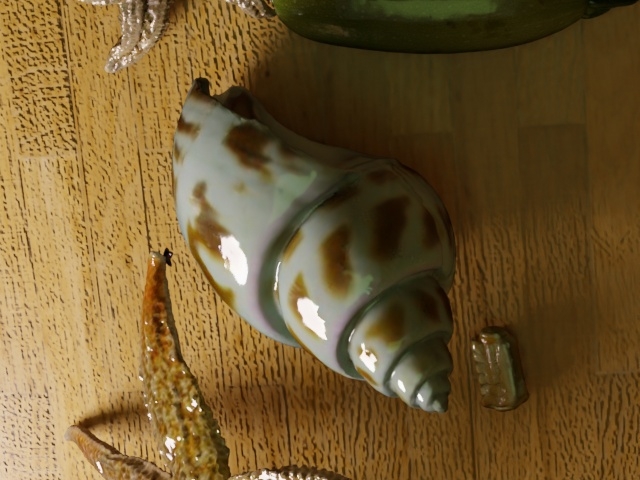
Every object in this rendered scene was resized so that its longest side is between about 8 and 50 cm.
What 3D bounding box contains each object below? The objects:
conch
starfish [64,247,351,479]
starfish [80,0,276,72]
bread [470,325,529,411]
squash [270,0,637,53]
[{"bbox_3d":[0.000,-0.001,1.283,0.368,0.249,0.197,26,84,37],"label":"conch"},{"bbox_3d":[-0.089,0.228,1.333,0.384,0.132,0.398,53,148,27],"label":"starfish"},{"bbox_3d":[-0.170,-0.254,1.326,0.277,0.062,0.236,28,127,-22],"label":"starfish"},{"bbox_3d":[0.175,0.125,1.404,0.049,0.034,0.088,-12,97,25],"label":"bread"},{"bbox_3d":[0.121,-0.215,1.303,0.341,0.094,0.094,1,103,7],"label":"squash"}]
